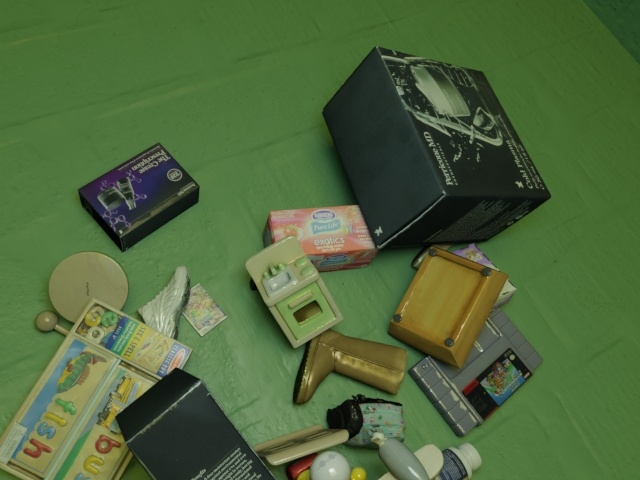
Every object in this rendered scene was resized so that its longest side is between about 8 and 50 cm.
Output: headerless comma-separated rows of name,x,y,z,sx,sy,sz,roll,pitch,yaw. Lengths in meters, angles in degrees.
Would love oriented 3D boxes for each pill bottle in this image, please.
pill bottle,0.321,0.583,1.427,0.169,0.094,0.094,-23,73,-23

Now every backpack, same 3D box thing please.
backpack,0.124,0.458,1.417,0.182,0.152,0.115,12,60,-25

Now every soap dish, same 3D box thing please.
soap dish,0.339,0.167,1.535,0.229,0.118,0.290,24,77,33

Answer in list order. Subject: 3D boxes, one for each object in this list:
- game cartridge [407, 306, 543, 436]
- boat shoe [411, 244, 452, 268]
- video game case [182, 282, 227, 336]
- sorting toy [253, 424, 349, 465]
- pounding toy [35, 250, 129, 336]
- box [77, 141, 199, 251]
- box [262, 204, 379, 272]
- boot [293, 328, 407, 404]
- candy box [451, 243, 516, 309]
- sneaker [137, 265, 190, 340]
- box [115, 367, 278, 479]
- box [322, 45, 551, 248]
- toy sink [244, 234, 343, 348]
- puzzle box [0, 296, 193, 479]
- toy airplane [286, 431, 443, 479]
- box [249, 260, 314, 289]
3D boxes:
game cartridge,0.446,0.355,1.592,0.355,0.068,0.230,-32,72,-26
boat shoe,0.356,0.037,1.719,0.190,0.068,0.072,-39,91,-27
video game case,-0.319,0.184,1.499,0.087,0.011,0.122,-37,79,-27
sorting toy,-0.050,0.481,1.319,0.193,0.208,0.038,-12,81,-20
pounding toy,-0.583,0.135,1.418,0.183,0.110,0.236,26,90,-13
box,-0.492,-0.122,1.552,0.261,0.103,0.184,-39,82,-27
box,0.000,0.000,1.591,0.300,0.154,0.142,-5,67,-16
boot,0.082,0.350,1.481,0.270,0.089,0.236,20,62,-6
candy box,0.444,0.121,1.665,0.165,0.070,0.196,-20,54,-22
sneaker,-0.404,0.167,1.436,0.115,0.090,0.232,13,68,1
box,-0.260,0.440,1.169,0.183,0.296,0.294,-37,98,-23
box,0.328,-0.252,1.637,0.472,0.297,0.479,-4,63,-37
toy sink,-0.067,0.130,1.436,0.153,0.131,0.234,-30,118,-5
puzzle box,-0.510,0.370,1.290,0.272,0.052,0.409,28,72,-3
toy airplane,0.055,0.569,1.171,0.384,0.272,0.386,-11,19,19
box,-0.107,0.096,1.537,0.162,0.116,0.029,-6,65,-17
